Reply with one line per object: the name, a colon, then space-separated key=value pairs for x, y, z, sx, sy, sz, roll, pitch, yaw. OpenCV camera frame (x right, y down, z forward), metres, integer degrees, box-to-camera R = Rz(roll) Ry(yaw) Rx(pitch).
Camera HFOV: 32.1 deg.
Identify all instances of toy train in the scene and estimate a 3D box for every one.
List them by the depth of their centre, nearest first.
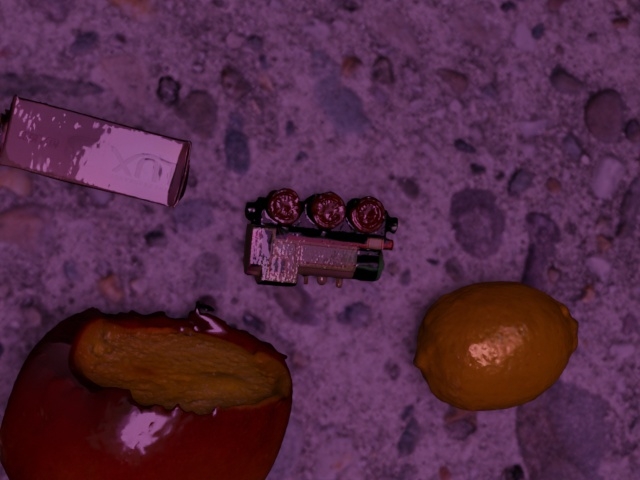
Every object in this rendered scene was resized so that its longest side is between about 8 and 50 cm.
toy train: x=0.000 y=0.000 z=0.976 sx=0.137 sy=0.050 sz=0.087 roll=5 pitch=91 yaw=-12

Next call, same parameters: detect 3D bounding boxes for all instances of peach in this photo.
peach: x=-0.131 y=0.136 z=0.872 sx=0.226 sy=0.190 sz=0.196 roll=-32 pitch=84 yaw=-4

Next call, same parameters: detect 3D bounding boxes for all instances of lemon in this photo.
lemon: x=0.154 y=0.091 z=0.969 sx=0.155 sy=0.114 sz=0.114 roll=-7 pitch=88 yaw=-13

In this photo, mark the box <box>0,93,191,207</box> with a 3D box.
box: x=-0.183 y=-0.071 z=0.911 sx=0.156 sy=0.111 sz=0.060 roll=15 pitch=92 yaw=-9
